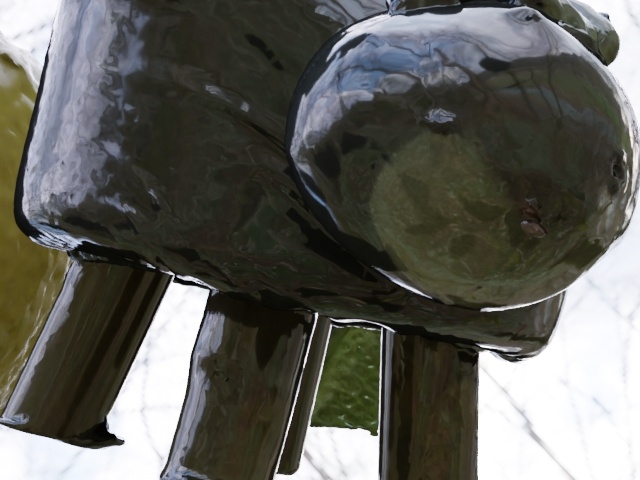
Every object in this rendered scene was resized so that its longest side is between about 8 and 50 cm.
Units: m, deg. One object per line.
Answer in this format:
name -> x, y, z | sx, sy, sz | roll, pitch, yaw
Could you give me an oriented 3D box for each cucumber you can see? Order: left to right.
cucumber -> 0.061, 0.021, 0.878 | 0.220, 0.070, 0.046 | -61, -15, -1

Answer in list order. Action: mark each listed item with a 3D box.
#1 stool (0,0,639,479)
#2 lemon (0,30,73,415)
stool -> -0.009, -0.002, 0.427 | 0.228, 0.153, 0.139 | 70, -146, -86
lemon -> -0.259, 0.009, 0.860 | 0.322, 0.268, 0.268 | -56, -34, 0
